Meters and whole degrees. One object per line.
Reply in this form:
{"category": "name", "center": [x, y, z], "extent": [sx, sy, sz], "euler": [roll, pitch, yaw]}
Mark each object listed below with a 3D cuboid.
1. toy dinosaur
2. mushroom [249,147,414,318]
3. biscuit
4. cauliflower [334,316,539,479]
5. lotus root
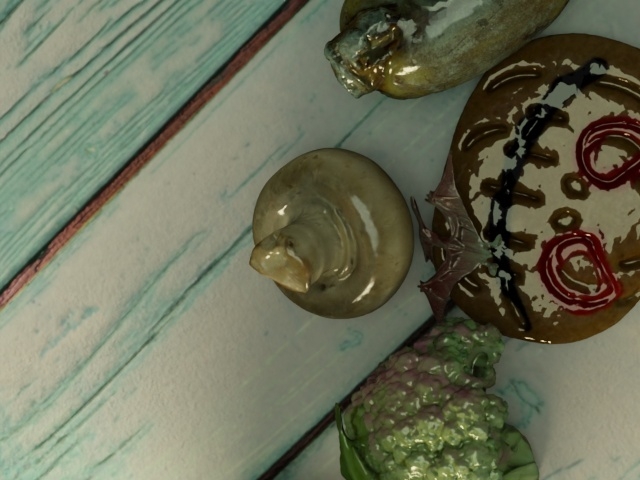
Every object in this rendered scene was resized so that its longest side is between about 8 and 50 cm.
{"category": "toy dinosaur", "center": [0.154, 0.004, 1.676], "extent": [0.108, 0.032, 0.220], "euler": [11, 106, 25]}
{"category": "mushroom", "center": [0.000, 0.000, 1.670], "extent": [0.204, 0.204, 0.204], "euler": [1, 95, 10]}
{"category": "biscuit", "center": [0.299, -0.054, 1.688], "extent": [0.314, 0.063, 0.367], "euler": [17, 96, 10]}
{"category": "cauliflower", "center": [0.157, 0.235, 1.681], "extent": [0.256, 0.315, 0.239], "euler": [-41, 43, 35]}
{"category": "lotus root", "center": [0.168, -0.278, 1.648], "extent": [0.349, 0.175, 0.175], "euler": [-25, 90, 6]}
